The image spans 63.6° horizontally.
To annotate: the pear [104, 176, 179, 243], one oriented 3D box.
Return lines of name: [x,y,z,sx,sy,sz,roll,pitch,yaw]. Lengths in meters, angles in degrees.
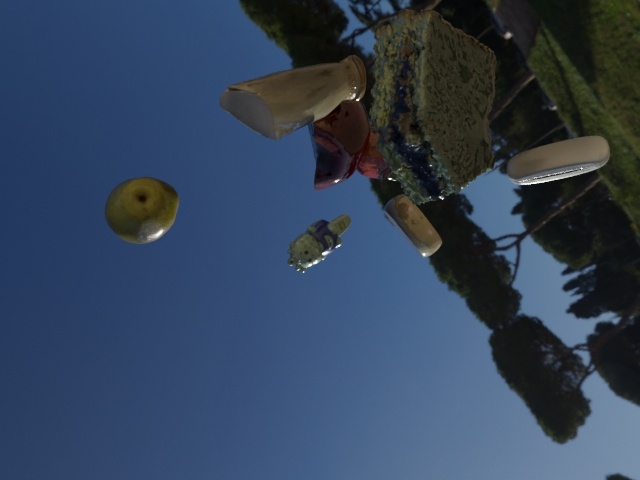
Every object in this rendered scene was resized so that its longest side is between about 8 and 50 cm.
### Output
pear: [-0.340,-0.049,0.996,0.141,0.141,0.104,9,-123,-47]

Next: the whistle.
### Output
whistle: [0.000,0.000,1.448,0.244,0.092,0.110,-35,-65,-29]

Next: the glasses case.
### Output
glasses case: [0.480,-0.162,1.053,0.049,0.194,0.074,45,-133,-38]

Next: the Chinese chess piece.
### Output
Chinese chess piece: [0.359,-0.058,2.014,0.273,0.102,0.273,50,-176,-5]

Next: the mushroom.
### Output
mushroom: [-0.043,-0.371,1.318,0.408,0.137,0.154,-26,-129,-30]

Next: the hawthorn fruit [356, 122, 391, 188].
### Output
hawthorn fruit: [0.208,-0.299,1.872,0.207,0.208,0.243,-67,-31,-54]

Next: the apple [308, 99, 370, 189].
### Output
apple: [0.017,-0.361,1.676,0.295,0.328,0.364,28,-151,-25]

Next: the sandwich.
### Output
sandwich: [0.220,-0.231,0.967,0.262,0.131,0.325,8,-97,-44]
